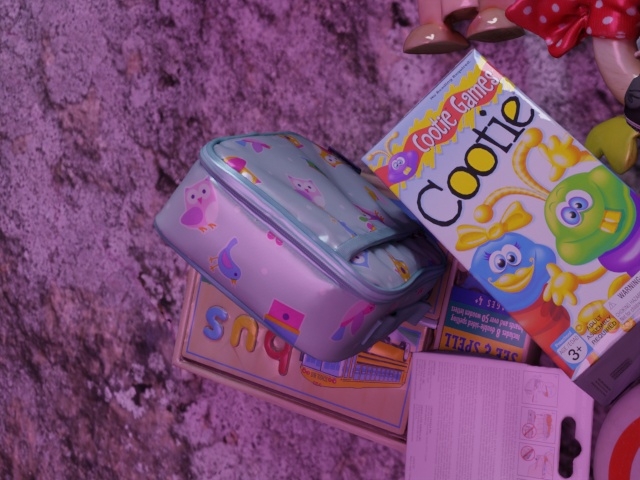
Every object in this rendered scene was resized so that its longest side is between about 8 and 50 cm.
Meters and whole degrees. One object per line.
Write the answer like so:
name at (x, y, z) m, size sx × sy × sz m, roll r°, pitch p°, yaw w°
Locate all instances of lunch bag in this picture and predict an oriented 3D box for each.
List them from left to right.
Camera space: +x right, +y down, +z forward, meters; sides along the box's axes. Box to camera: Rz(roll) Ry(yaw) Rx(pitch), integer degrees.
lunch bag at (0.000, 0.000, 0.952) m, size 0.224 × 0.279 × 0.108 m, roll 37°, pitch 107°, yaw 12°

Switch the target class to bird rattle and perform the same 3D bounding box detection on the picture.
bird rattle at (0.299, -0.182, 0.925) m, size 0.207 × 0.143 × 0.253 m, roll -32°, pitch 64°, yaw 41°

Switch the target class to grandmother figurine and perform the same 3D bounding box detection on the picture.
grandmother figurine at (0.134, -0.367, 1.034) m, size 0.208 × 0.104 × 0.342 m, roll -8°, pitch 89°, yaw 20°

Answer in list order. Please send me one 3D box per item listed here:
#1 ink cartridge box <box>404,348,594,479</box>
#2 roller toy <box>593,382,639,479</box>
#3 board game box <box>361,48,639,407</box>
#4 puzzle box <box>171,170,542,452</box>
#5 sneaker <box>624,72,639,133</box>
ink cartridge box at (0.169, 0.181, 0.988) m, size 0.179 × 0.045 × 0.145 m, roll 3°, pitch 89°, yaw 26°
roller toy at (0.348, 0.194, 0.893) m, size 0.209 × 0.146 × 0.191 m, roll 12°, pitch 103°, yaw 37°
board game box at (0.191, -0.011, 0.914) m, size 0.142 × 0.144 × 0.275 m, roll -45°, pitch 61°, yaw 6°
puzzle box at (0.036, 0.064, 1.117) m, size 0.409 × 0.052 × 0.272 m, roll 15°, pitch 98°, yaw 28°
sneaker at (0.369, -0.021, 0.813) m, size 0.344 × 0.134 × 0.146 m, roll 30°, pitch 115°, yaw -15°
